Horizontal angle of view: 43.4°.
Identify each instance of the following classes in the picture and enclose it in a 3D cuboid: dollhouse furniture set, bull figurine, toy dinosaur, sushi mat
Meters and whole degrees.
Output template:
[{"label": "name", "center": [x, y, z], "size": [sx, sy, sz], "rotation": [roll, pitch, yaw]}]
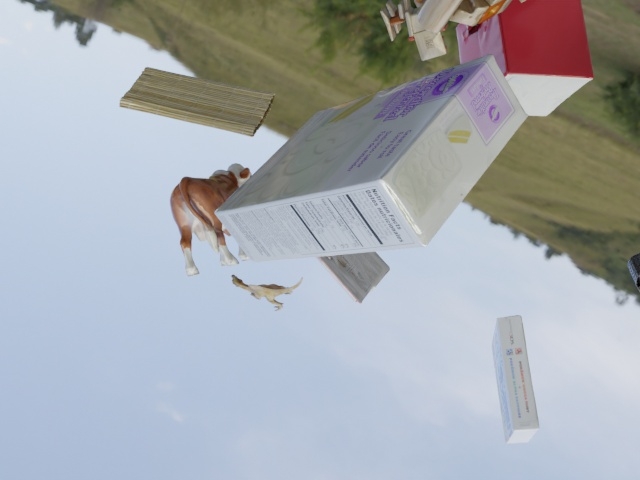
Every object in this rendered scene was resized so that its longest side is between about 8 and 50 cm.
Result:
[{"label": "dollhouse furniture set", "center": [0.304, -0.598, 2.180], "size": [0.262, 0.135, 0.259], "rotation": [-12, -154, 24]}, {"label": "bull figurine", "center": [-0.185, -0.046, 1.467], "size": [0.101, 0.188, 0.310], "rotation": [-13, -178, 17]}, {"label": "toy dinosaur", "center": [-0.098, 0.103, 1.606], "size": [0.183, 0.053, 0.092], "rotation": [2, 160, 32]}, {"label": "sushi mat", "center": [-0.270, -0.312, 1.789], "size": [0.316, 0.019, 0.151], "rotation": [13, -133, 7]}]

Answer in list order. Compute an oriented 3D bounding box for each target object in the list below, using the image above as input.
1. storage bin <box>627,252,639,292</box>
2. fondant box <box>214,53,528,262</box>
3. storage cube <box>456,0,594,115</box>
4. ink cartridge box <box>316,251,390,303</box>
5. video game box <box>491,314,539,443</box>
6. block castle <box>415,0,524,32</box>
[{"label": "storage bin", "center": [0.670, 0.099, 1.503], "size": [0.180, 0.122, 0.084], "rotation": [58, -161, -14]}, {"label": "fondant box", "center": [0.052, -0.089, 0.984], "size": [0.330, 0.238, 0.096], "rotation": [-6, 126, 52]}, {"label": "storage cube", "center": [0.396, -0.371, 1.592], "size": [0.215, 0.193, 0.183], "rotation": [-1, 165, -16]}, {"label": "ink cartridge box", "center": [0.000, 0.000, 1.670], "size": [0.296, 0.066, 0.261], "rotation": [49, -157, 1]}, {"label": "video game box", "center": [0.330, 0.243, 1.379], "size": [0.048, 0.187, 0.205], "rotation": [-5, 159, 8]}, {"label": "block castle", "center": [0.290, -0.581, 1.386], "size": [0.453, 0.213, 0.303], "rotation": [-33, -99, -30]}]
